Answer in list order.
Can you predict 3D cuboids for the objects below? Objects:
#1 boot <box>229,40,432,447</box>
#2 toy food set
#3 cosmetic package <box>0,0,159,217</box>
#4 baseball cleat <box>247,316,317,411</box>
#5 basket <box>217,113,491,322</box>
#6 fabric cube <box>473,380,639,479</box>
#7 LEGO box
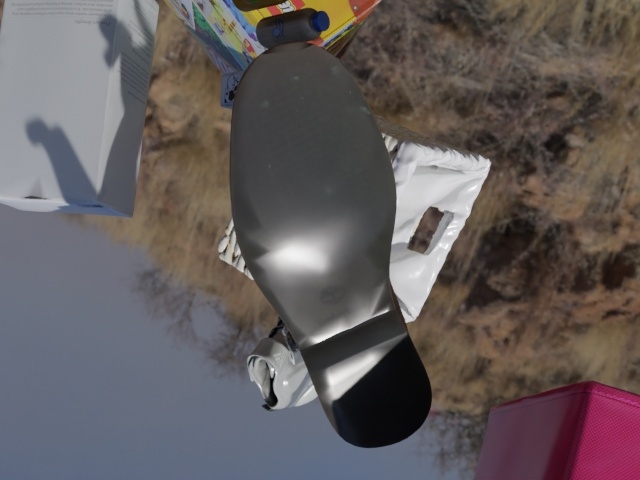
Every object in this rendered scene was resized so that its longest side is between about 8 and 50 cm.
[{"bbox_3d":[0.000,0.000,0.651,0.112,0.305,0.115,-16,-154,-3],"label":"boot"},{"bbox_3d":[-0.042,-0.198,1.070,0.104,0.232,0.111,-1,174,40],"label":"toy food set"},{"bbox_3d":[-0.409,-0.238,1.470,0.217,0.385,0.156,6,175,12],"label":"cosmetic package"},{"bbox_3d":[-0.019,0.086,0.940,0.072,0.206,0.109,17,-166,33],"label":"baseball cleat"},{"bbox_3d":[0.062,-0.049,1.485,0.266,0.328,0.331,31,-165,27],"label":"basket"},{"bbox_3d":[0.236,0.270,0.632,0.259,0.258,0.254,18,164,1],"label":"fabric cube"},{"bbox_3d":[-0.157,-0.487,1.533,0.500,0.193,0.372,51,167,0],"label":"LEGO box"}]
